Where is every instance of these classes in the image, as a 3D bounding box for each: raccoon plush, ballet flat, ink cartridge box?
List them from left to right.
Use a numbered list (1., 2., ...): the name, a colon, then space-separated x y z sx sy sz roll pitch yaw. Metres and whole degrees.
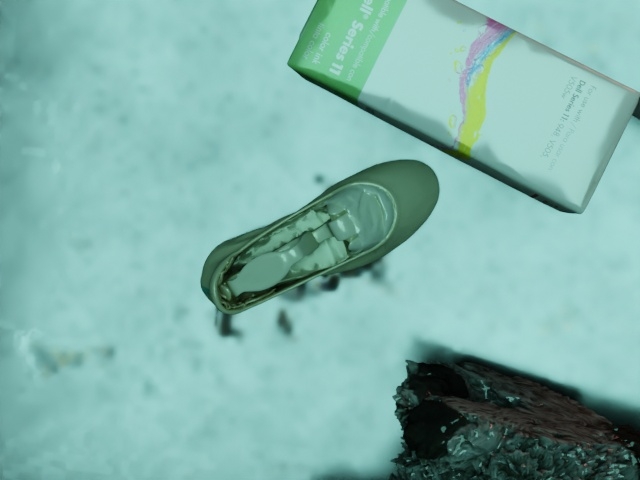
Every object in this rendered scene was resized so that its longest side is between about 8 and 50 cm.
1. ballet flat: 0.000 0.000 1.551 0.248 0.086 0.086 -28 91 5
2. ink cartridge box: 0.158 -0.120 1.468 0.353 0.207 0.119 27 94 3
3. raccoon plush: 0.187 0.303 1.469 0.446 0.216 0.299 19 101 17
